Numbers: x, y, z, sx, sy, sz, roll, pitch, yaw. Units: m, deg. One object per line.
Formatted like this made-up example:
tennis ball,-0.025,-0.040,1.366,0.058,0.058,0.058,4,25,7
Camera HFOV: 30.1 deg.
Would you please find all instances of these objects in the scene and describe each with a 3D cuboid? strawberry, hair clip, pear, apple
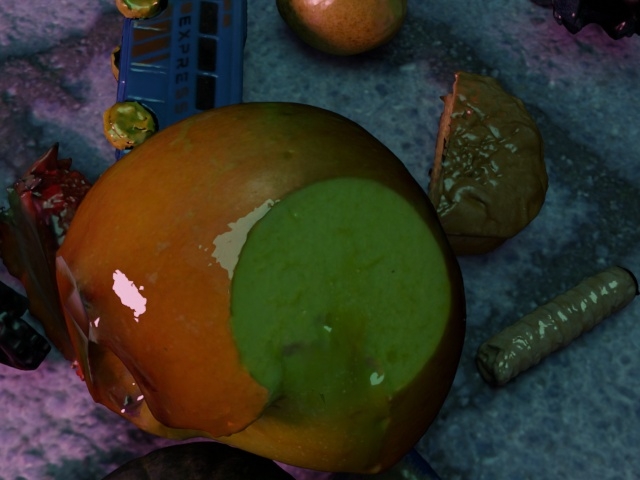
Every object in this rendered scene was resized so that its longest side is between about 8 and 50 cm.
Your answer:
strawberry,-0.265,0.023,1.300,0.098,0.174,0.228,-17,65,-35
hair clip,0.374,-0.388,1.553,0.194,0.206,0.310,9,65,7
pear,0.028,-0.320,1.523,0.178,0.178,0.178,2,60,-3
apple,-0.060,0.059,1.129,0.374,0.374,0.384,-24,67,-17

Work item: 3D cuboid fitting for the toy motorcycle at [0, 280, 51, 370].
toy motorcycle,-0.466,0.002,1.252,0.416,0.232,0.172,31,74,14

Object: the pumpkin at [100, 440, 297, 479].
pumpkin,-0.119,0.329,1.105,0.300,0.207,0.300,-2,54,3

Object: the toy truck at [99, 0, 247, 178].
toy truck,-0.174,-0.173,1.418,0.162,0.161,0.385,6,59,-11

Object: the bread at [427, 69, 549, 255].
bread,0.193,-0.080,1.409,0.139,0.143,0.229,15,63,-8

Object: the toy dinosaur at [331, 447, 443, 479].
toy dinosaur,0.103,0.226,1.261,0.247,0.075,0.188,19,58,14

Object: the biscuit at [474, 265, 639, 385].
biscuit,0.272,0.093,1.353,0.219,0.061,0.055,-29,111,-17
